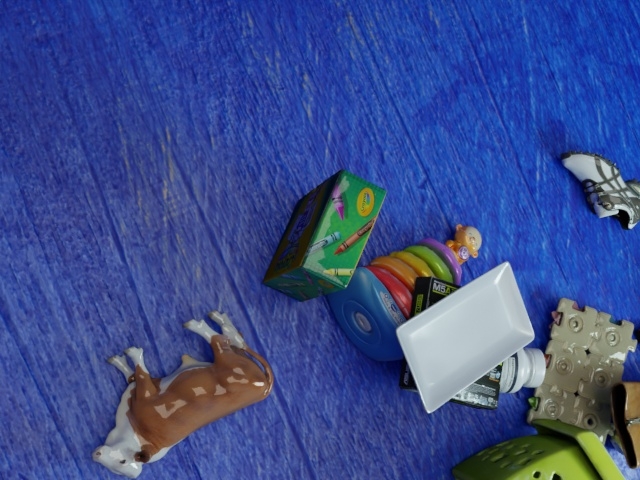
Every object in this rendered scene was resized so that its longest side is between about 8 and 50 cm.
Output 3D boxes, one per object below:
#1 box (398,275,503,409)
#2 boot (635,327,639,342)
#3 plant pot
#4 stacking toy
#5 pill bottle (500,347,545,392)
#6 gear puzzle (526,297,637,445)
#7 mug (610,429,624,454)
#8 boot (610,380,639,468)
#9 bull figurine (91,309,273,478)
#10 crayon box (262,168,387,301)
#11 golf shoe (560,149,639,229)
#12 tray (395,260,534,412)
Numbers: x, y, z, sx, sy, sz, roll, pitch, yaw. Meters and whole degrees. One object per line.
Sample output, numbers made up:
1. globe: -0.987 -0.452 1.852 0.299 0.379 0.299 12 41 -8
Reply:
1. box: 0.222 0.169 1.584 0.191 0.045 0.184 18 73 -33
2. boot: 0.659 0.189 1.830 0.114 0.037 0.106 -24 91 -21
3. plant pot: 0.383 0.427 1.610 0.207 0.227 0.228 -35 92 -9
4. stacking toy: 0.178 0.062 1.679 0.302 0.166 0.175 -34 95 -28
5. pill bottle: 0.300 0.218 1.701 0.169 0.094 0.094 5 81 -14
6. gear puzzle: 0.456 0.285 1.762 0.176 0.044 0.338 19 80 -13
7. mug: 0.559 0.350 1.766 0.064 0.062 0.078 -34 110 -8
8. boot: 0.637 0.361 1.709 0.280 0.096 0.264 -3 81 -40
9. bull figurine: -0.234 0.243 1.557 0.310 0.101 0.188 -24 87 -16
10. crayon box: 0.000 0.000 1.560 0.081 0.278 0.165 26 76 -11
11. golf shoe: 0.524 -0.095 1.814 0.198 0.077 0.094 30 76 -7
12. tray: 0.228 0.148 1.544 0.270 0.030 0.145 -27 100 -34
